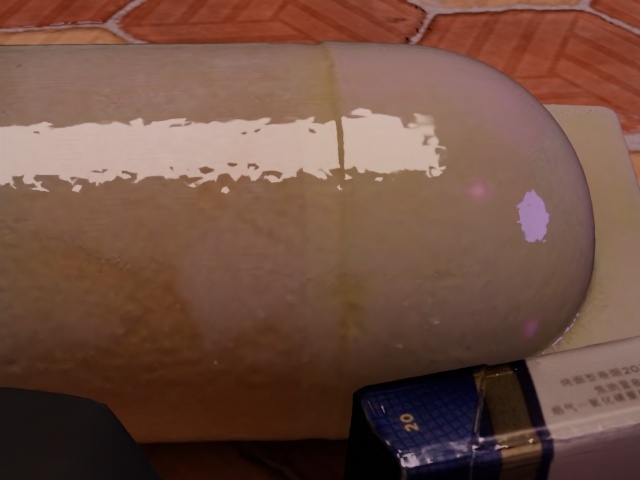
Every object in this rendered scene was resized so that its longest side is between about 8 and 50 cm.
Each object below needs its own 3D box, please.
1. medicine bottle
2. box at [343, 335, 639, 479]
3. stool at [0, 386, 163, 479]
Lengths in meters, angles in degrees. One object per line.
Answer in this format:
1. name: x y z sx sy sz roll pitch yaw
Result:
1. medicine bottle: 0.000 0.000 0.906 0.406 0.235 0.235 0 35 -7
2. box: 0.136 0.131 0.797 0.259 0.168 0.071 -7 39 -18
3. stool: -0.161 0.177 0.662 0.232 0.232 0.141 5 37 0
